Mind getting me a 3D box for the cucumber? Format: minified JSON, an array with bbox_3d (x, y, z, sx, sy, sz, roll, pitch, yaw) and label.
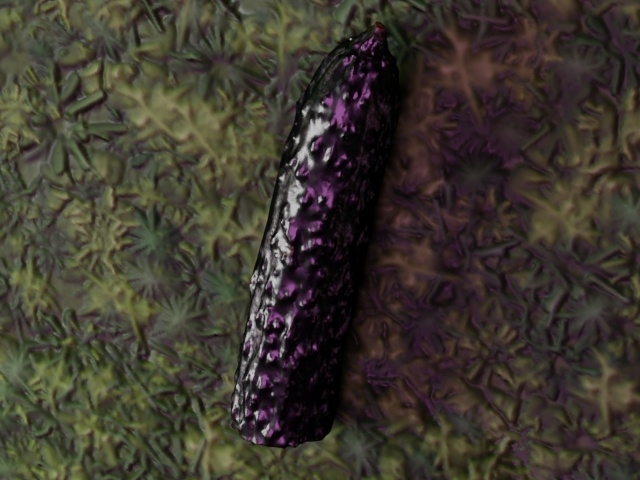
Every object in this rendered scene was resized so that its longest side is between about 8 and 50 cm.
[{"bbox_3d":[-0.001,-0.001,1.109,0.072,0.072,0.300,20,118,13],"label":"cucumber"}]
